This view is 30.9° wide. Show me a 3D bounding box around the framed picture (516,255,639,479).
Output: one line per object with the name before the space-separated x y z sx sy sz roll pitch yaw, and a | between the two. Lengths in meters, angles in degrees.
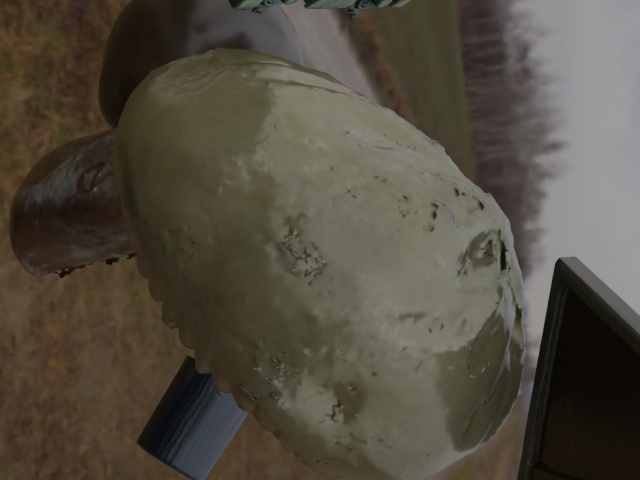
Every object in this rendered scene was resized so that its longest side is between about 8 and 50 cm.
framed picture | 0.217 0.184 0.735 0.315 0.024 0.232 -127 -145 -54

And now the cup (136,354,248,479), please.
cup | -0.165 0.250 1.584 0.138 0.113 0.150 -58 157 -11

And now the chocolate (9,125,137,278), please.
chocolate | -0.265 -0.053 1.282 0.083 0.261 0.161 27 58 -41

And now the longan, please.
longan | -0.146 -0.198 1.399 0.258 0.258 0.258 -6 90 -81

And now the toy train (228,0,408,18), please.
toy train | 0.021 -0.294 1.071 0.326 0.159 0.129 -15 78 -54

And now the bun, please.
bun | 0.000 0.000 0.844 0.362 0.234 0.326 55 10 25
